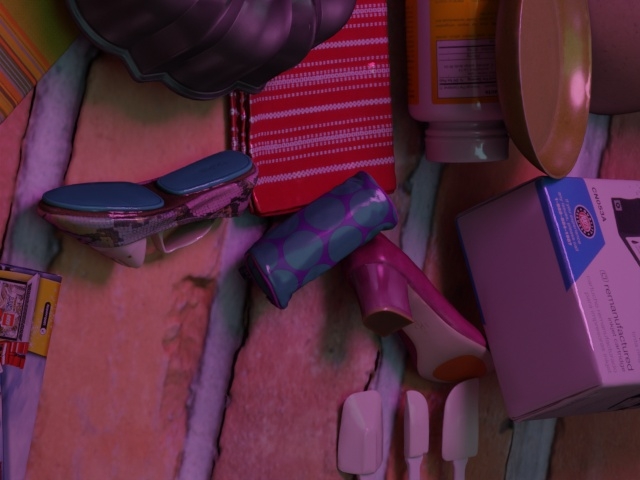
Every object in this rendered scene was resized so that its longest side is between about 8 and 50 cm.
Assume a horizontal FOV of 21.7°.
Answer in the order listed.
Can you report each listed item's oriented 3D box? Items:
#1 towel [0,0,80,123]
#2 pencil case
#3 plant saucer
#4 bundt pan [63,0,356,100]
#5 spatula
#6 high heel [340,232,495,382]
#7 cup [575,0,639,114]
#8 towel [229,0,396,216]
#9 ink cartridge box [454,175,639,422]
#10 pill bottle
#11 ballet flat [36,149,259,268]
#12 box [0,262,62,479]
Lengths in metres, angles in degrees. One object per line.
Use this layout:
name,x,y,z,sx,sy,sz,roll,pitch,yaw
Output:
towel,-0.240,-0.201,1.400,0.237,0.021,0.102,-53,129,-24
pencil case,0.000,0.000,1.562,0.152,0.064,0.070,-35,135,-17
plant saucer,0.216,-0.180,1.626,0.241,0.037,0.240,1,90,-64
bundt pan,-0.077,-0.290,1.426,0.331,0.124,0.330,5,82,-38
spatula,0.090,0.266,1.707,0.168,0.019,0.242,-5,102,-34
high heel,0.100,0.064,1.687,0.244,0.082,0.117,28,41,-46
cup,0.398,-0.300,1.780,0.331,0.237,0.331,-3,95,-39
towel,-0.006,-0.167,1.590,0.199,0.031,0.274,-9,99,-40
ink cartridge box,0.310,0.058,1.744,0.307,0.129,0.223,0,69,-45
pill bottle,0.143,-0.187,1.654,0.117,0.117,0.214,-7,99,-39
ballet flat,-0.147,-0.021,1.464,0.222,0.077,0.079,-17,124,-38
box,-0.308,0.127,1.353,0.159,0.044,0.233,14,85,-40
